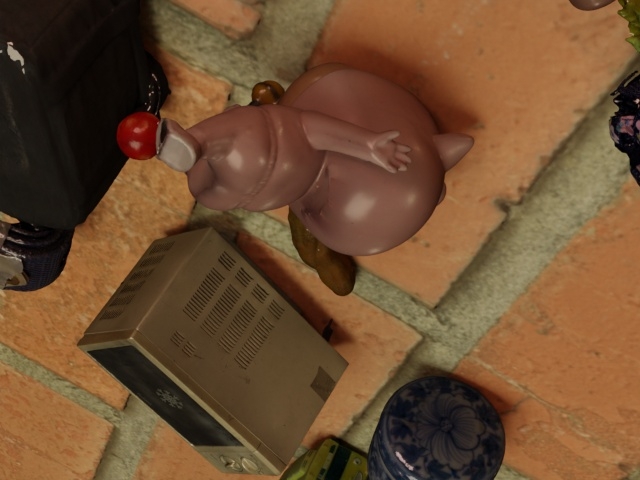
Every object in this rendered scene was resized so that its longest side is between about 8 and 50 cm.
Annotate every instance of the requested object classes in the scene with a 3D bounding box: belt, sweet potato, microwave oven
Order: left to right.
[{"bbox_3d":[-0.393,-0.041,1.332,0.231,0.139,0.126,32,146,0],"label":"belt"},{"bbox_3d":[-0.117,0.123,1.304,0.240,0.194,0.145,46,146,-22],"label":"microwave oven"},{"bbox_3d":[-0.001,0.000,1.188,0.053,0.054,0.182,20,147,28],"label":"sweet potato"}]

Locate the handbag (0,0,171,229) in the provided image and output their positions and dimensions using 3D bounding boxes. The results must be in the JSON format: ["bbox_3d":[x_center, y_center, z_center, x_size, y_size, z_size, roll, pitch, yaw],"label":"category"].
[{"bbox_3d":[-0.257,-0.155,1.061,0.181,0.181,0.254,16,141,20],"label":"handbag"}]

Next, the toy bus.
[{"bbox_3d":[-0.001,0.343,1.581,0.101,0.088,0.175,34,146,-4],"label":"toy bus"}]

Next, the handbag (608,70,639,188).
[{"bbox_3d":[0.313,-0.031,0.807,0.229,0.126,0.208,30,-171,-14],"label":"handbag"}]

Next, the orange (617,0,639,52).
[{"bbox_3d":[0.284,-0.195,0.605,0.300,0.223,0.301,15,142,10],"label":"orange"}]

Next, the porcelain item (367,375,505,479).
[{"bbox_3d":[0.131,0.237,1.306,0.147,0.147,0.114,23,143,9],"label":"porcelain item"}]

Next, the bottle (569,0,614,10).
[{"bbox_3d":[0.165,-0.224,0.792,0.053,0.053,0.140,-12,127,43],"label":"bottle"}]

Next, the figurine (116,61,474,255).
[{"bbox_3d":[-0.019,-0.085,0.980,0.288,0.186,0.176,2,146,-23],"label":"figurine"}]
